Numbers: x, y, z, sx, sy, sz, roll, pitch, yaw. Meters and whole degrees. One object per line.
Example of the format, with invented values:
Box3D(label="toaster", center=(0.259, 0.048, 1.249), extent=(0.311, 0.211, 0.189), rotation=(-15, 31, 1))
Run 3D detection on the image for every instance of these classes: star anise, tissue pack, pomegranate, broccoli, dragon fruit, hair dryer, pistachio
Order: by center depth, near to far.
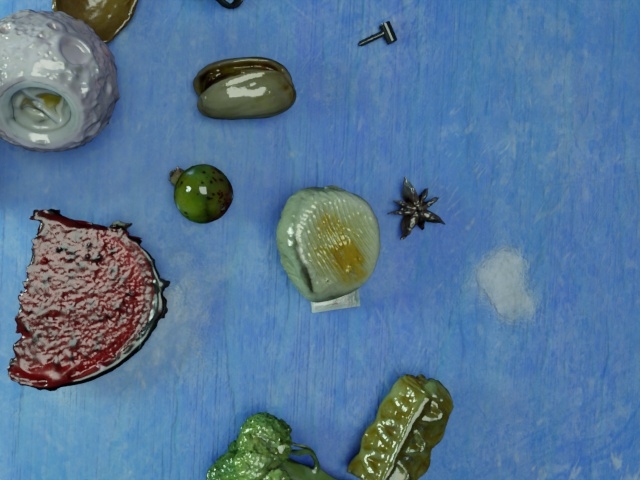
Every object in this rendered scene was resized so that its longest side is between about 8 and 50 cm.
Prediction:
Box3D(label="dragon fruit", center=(-0.442, 0.124, 1.426), extent=(0.282, 0.100, 0.343), rotation=(13, 92, -16))
Box3D(label="pomegranate", center=(-0.234, -0.098, 1.462), extent=(0.130, 0.130, 0.130), rotation=(0, 92, -14))
Box3D(label="broccoli", center=(-0.087, 0.519, 1.482), extent=(0.302, 0.186, 0.254), rotation=(41, 73, -5))
Box3D(label="pistachio", center=(-0.151, -0.302, 1.483), extent=(0.206, 0.131, 0.129), rotation=(-8, 49, -9))
Box3D(label="tissue pack", center=(0.031, 0.121, 1.582), extent=(0.108, 0.023, 0.056), rotation=(-8, 94, -13))
Box3D(label="hair dryer", center=(0.121, -0.437, 1.588), extent=(0.083, 0.026, 0.047), rotation=(-26, 97, -8))
Box3D(label="star anise", center=(0.203, -0.078, 1.601), extent=(0.124, 0.056, 0.129), rotation=(-19, 96, -12))

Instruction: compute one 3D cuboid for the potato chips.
Box3D(label="potato chips", center=(-0.435, -0.479, 1.436), extent=(0.150, 0.049, 0.201), rotation=(21, 85, -17))

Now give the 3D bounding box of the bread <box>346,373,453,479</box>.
Box3D(label="bread", center=(0.181, 0.413, 1.576), extent=(0.152, 0.130, 0.267), rotation=(29, 85, -4))

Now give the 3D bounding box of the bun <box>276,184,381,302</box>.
Box3D(label="bun", center=(0.000, 0.000, 1.508), extent=(0.244, 0.153, 0.243), rotation=(-3, 95, -34))

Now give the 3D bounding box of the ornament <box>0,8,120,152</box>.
Box3D(label="ornament", center=(-0.494, -0.291, 1.329), extent=(0.260, 0.225, 0.259), rotation=(-7, 135, -7))

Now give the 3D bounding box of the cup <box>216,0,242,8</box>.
Box3D(label="cup", center=(-0.214, -0.567, 1.447), extent=(0.223, 0.169, 0.176), rotation=(44, 71, -46))
